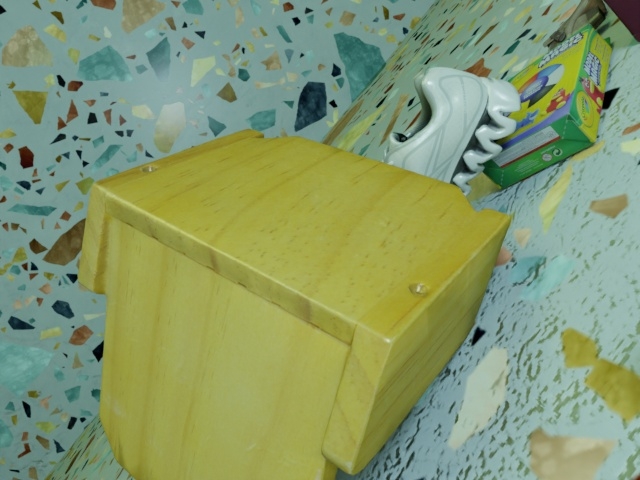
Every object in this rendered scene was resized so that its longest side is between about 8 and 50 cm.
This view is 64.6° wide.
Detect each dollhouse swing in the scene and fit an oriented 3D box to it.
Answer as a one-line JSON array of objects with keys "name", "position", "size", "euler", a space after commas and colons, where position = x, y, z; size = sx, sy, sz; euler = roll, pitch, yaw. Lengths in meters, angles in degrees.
[{"name": "dollhouse swing", "position": [-0.043, 0.097, 0.540], "size": [0.315, 0.347, 0.304], "euler": [-33, -45, -43]}]

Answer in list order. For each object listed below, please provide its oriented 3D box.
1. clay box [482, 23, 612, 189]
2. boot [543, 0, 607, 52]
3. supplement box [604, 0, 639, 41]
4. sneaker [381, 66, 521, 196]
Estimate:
[{"name": "clay box", "position": [0.281, -0.175, 0.630], "size": [0.127, 0.053, 0.222], "euler": [-31, 25, 52]}, {"name": "boot", "position": [0.368, -0.314, 0.741], "size": [0.087, 0.042, 0.118], "euler": [-39, 18, 45]}, {"name": "supplement box", "position": [0.401, -0.334, 0.562], "size": [0.188, 0.104, 0.081], "euler": [-53, 15, -9]}, {"name": "sneaker", "position": [0.117, -0.061, 0.605], "size": [0.110, 0.118, 0.292], "euler": [-112, 40, -68]}]
